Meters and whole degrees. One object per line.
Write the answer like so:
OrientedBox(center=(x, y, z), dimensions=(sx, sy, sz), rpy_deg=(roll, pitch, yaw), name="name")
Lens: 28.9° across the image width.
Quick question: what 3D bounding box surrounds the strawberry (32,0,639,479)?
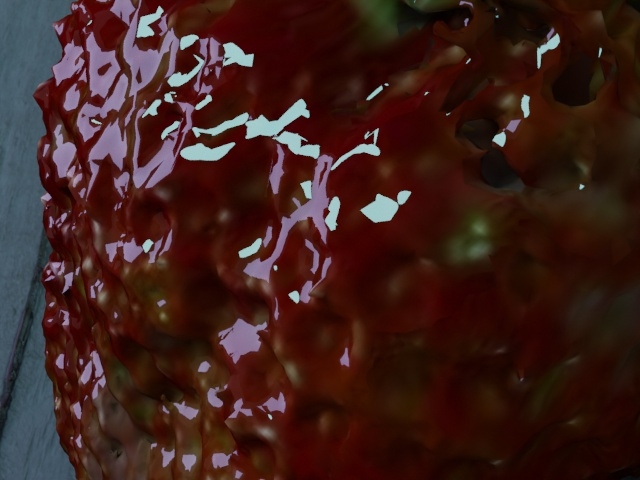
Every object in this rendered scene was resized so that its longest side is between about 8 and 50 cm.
OrientedBox(center=(0.000, 0.000, 0.494), dimensions=(0.351, 0.267, 0.312), rpy_deg=(-41, 25, 33), name="strawberry")
